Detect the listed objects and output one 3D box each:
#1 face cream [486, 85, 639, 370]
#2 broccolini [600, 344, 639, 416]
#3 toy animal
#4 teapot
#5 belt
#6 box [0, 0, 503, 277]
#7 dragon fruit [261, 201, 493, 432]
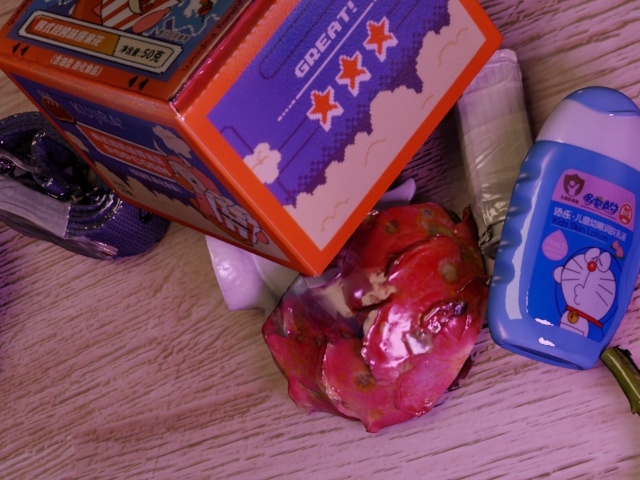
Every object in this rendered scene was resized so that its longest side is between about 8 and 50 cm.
[{"bbox_3d":[0.240,-0.017,1.803,0.083,0.149,0.264,-2,71,60],"label":"face cream"},{"bbox_3d":[0.263,0.232,1.759,0.123,0.062,0.271,-7,77,13],"label":"broccolini"},{"bbox_3d":[-0.003,0.000,1.986,0.221,0.130,0.103,-20,29,-2],"label":"toy animal"},{"bbox_3d":[0.191,-0.084,1.895,0.107,0.077,0.200,-8,69,0],"label":"teapot"},{"bbox_3d":[-0.283,-0.063,2.139,0.231,0.126,0.139,21,85,33],"label":"belt"},{"bbox_3d":[-0.078,-0.193,1.884,0.318,0.257,0.349,-50,38,-15],"label":"box"},{"bbox_3d":[0.064,0.081,1.886,0.274,0.126,0.161,-47,57,12],"label":"dragon fruit"}]
